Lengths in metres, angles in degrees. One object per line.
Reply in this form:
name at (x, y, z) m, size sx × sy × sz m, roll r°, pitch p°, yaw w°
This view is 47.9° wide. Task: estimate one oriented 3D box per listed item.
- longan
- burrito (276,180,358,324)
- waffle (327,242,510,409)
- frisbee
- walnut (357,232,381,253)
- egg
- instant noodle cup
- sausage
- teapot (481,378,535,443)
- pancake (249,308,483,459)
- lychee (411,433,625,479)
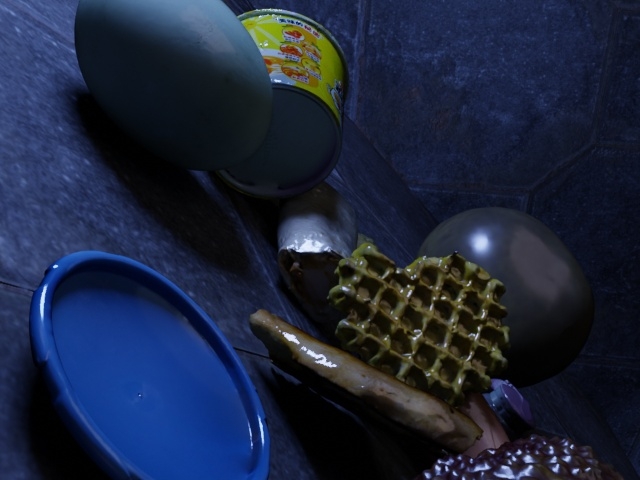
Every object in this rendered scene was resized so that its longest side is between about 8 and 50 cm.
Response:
longan at (0.345, 0.108, 1.400) m, size 0.361 × 0.361 × 0.361 m, roll 46°, pitch 15°, yaw -17°
burrito at (-0.003, -0.002, 1.115) m, size 0.143 × 0.105 × 0.299 m, roll 42°, pitch 18°, yaw -18°
waffle at (0.140, 0.100, 0.960) m, size 0.249 × 0.253 × 0.056 m, roll 61°, pitch -25°, yaw 9°
frisbee at (-0.131, 0.113, 0.566) m, size 0.242 × 0.045 × 0.242 m, roll 46°, pitch 14°, yaw -16°
walnut at (0.068, 0.029, 1.300) m, size 0.092 × 0.092 × 0.092 m, roll 46°, pitch 15°, yaw -17°
egg at (-0.177, -0.208, 0.897) m, size 0.282 × 0.203 × 0.203 m, roll 50°, pitch 13°, yaw -31°
instant noodle cup at (-0.075, -0.204, 1.130) m, size 0.264 × 0.264 × 0.200 m, roll 42°, pitch 25°, yaw -30°
sausage at (0.163, 0.227, 1.014) m, size 0.121 × 0.121 × 0.304 m, roll 26°, pitch 29°, yaw -58°
teapot at (0.256, 0.282, 1.102) m, size 0.116 × 0.146 × 0.148 m, roll 54°, pitch 15°, yaw 11°
pancake at (0.059, 0.169, 0.781) m, size 0.257 × 0.056 × 0.212 m, roll 37°, pitch -15°, yaw -36°
lychee at (0.187, 0.320, 0.657) m, size 0.271 × 0.271 × 0.271 m, roll 46°, pitch 15°, yaw -17°
